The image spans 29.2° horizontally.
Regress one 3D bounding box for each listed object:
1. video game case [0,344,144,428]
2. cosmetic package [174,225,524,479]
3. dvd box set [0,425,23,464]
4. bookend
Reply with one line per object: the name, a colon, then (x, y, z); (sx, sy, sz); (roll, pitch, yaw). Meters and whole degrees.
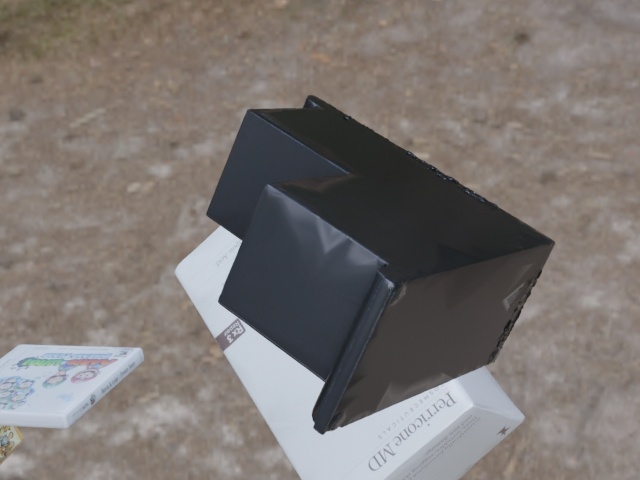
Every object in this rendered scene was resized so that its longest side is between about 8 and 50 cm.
video game case: (-0.278, 0.143, 1.228); (0.157, 0.019, 0.143); (-1, 21, 25)
cosmetic package: (0.025, 0.118, 1.411); (0.385, 0.217, 0.156); (53, 15, 32)
dvd box set: (-0.642, 0.386, 1.681); (0.307, 0.062, 0.420); (-11, 21, 28)
bookend: (0.000, 0.000, 0.565); (0.156, 0.072, 0.157); (34, 23, 25)
